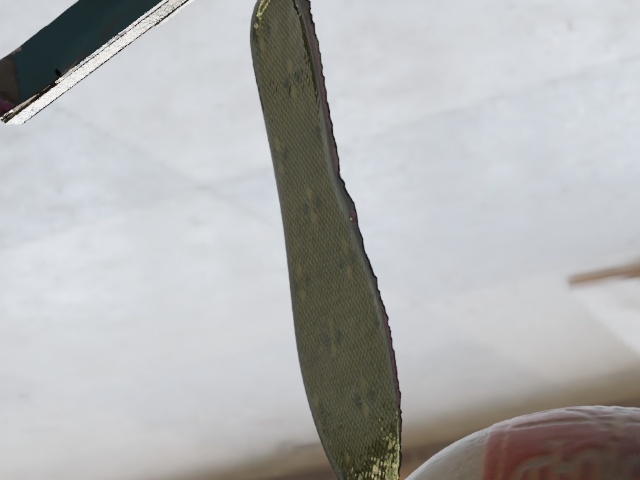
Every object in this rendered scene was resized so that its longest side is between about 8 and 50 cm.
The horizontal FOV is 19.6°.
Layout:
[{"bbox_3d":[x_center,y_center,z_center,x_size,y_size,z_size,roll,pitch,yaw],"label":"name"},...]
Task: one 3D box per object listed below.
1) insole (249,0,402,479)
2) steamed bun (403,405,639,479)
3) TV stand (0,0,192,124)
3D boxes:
[{"bbox_3d":[0.000,0.000,1.056,0.007,0.322,0.109,-3,163,-29],"label":"insole"},{"bbox_3d":[0.201,0.242,1.207,0.374,0.374,0.241,0,118,-19],"label":"steamed bun"},{"bbox_3d":[-0.121,-0.165,1.221,0.256,0.049,0.040,-33,173,19],"label":"TV stand"}]
